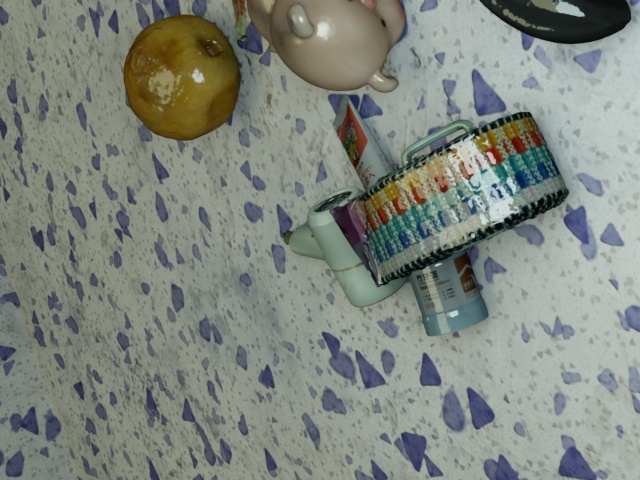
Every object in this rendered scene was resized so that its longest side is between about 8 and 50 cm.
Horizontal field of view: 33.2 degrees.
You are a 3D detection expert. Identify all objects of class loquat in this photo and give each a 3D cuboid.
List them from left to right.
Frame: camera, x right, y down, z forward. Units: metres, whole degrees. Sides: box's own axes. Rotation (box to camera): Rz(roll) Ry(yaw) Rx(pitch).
[{"bbox_3d":[-0.252,-0.294,1.938,0.238,0.193,0.238,31,135,36],"label":"loquat"}]

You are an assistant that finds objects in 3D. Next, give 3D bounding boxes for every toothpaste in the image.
[{"bbox_3d":[0.083,-0.117,1.704,0.234,0.057,0.089,63,155,22],"label":"toothpaste"}]

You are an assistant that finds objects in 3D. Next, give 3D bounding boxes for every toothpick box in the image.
[{"bbox_3d":[0.182,0.055,1.606,0.101,0.101,0.153,-14,96,55],"label":"toothpick box"}]

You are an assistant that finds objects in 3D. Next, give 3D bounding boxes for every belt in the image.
[{"bbox_3d":[0.178,-0.067,1.444,0.295,0.206,0.161,-28,84,42],"label":"belt"}]

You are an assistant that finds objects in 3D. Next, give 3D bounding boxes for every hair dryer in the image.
[{"bbox_3d":[0.000,0.000,1.824,0.357,0.107,0.173,8,129,63],"label":"hair dryer"}]

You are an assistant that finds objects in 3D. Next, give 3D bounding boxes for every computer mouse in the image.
[{"bbox_3d":[0.250,-0.306,1.302,0.269,0.137,0.086,45,129,29],"label":"computer mouse"}]

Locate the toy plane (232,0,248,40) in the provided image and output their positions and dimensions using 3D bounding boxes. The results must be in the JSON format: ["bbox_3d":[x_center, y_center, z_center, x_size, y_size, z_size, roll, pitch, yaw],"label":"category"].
[{"bbox_3d":[-0.116,-0.439,1.757,0.256,0.104,0.242,65,151,9],"label":"toy plane"}]

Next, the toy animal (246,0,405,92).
[{"bbox_3d":[-0.004,-0.330,1.578,0.221,0.210,0.230,-10,64,47],"label":"toy animal"}]
